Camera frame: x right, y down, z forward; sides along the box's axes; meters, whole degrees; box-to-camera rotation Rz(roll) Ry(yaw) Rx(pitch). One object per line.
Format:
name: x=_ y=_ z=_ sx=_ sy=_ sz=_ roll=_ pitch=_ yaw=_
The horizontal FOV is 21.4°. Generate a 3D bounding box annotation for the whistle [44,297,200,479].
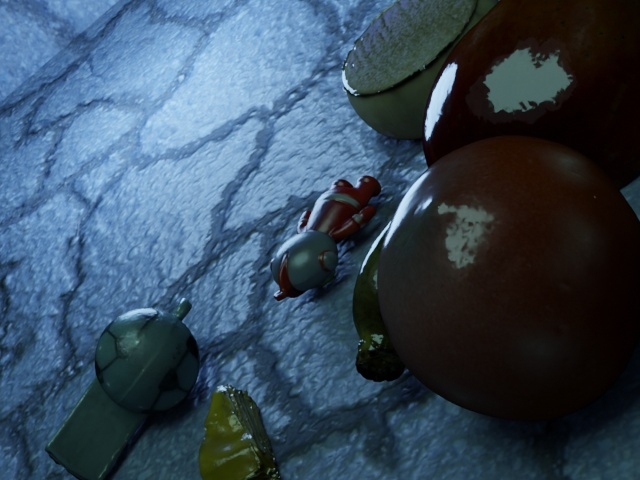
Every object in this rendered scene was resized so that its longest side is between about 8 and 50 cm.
whistle: x=-0.264 y=0.199 z=2.389 sx=0.163 sy=0.163 sz=0.290 roll=2 pitch=53 yaw=50

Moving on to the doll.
doll: x=0.000 y=0.000 z=2.417 sx=0.142 sy=0.076 sz=0.245 roll=-9 pitch=40 yaw=45

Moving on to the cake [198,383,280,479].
cake: x=-0.098 y=0.253 z=2.203 sx=0.116 sy=0.080 sz=0.185 roll=-21 pitch=32 yaw=36

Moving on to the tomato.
tomato: x=0.208 y=0.039 z=1.886 sx=0.321 sy=0.321 sz=0.321 roll=-29 pitch=32 yaw=21

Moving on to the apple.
apple: x=0.314 y=-0.198 z=2.266 sx=0.328 sy=0.295 sz=0.365 roll=19 pitch=60 yaw=14

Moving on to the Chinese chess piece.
Chinese chess piece: x=0.161 y=-0.274 z=2.543 sx=0.270 sy=0.112 sz=0.270 roll=-30 pitch=31 yaw=20

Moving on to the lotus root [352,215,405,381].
lotus root: x=0.135 y=0.039 z=2.112 sx=0.309 sy=0.173 sz=0.173 roll=-49 pitch=31 yaw=-15
